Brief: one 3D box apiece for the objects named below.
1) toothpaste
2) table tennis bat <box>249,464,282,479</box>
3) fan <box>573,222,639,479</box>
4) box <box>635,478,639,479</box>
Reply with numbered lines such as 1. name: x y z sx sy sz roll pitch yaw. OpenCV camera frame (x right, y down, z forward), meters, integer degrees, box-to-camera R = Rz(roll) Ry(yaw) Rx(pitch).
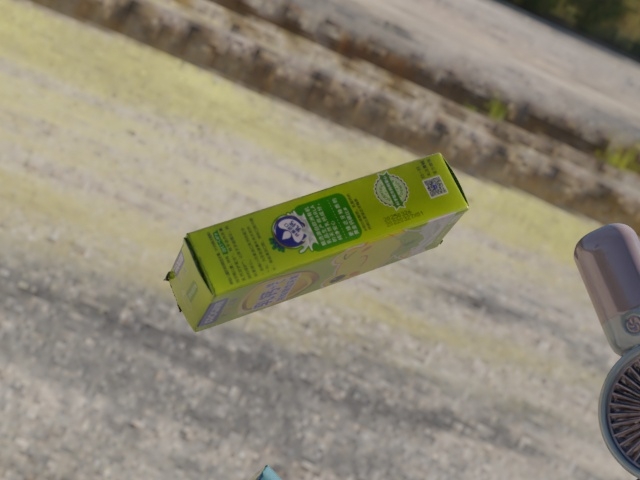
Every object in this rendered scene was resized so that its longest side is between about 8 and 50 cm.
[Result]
1. toothpaste: 0.000 0.000 1.620 0.327 0.110 0.077 -19 74 -24
2. table tennis bat: 0.051 0.334 1.364 0.329 0.215 0.044 45 18 -5
3. fan: 0.292 0.100 1.330 0.074 0.130 0.244 18 48 -66
4. box: 0.328 0.397 1.732 0.071 0.240 0.159 48 9 -23
